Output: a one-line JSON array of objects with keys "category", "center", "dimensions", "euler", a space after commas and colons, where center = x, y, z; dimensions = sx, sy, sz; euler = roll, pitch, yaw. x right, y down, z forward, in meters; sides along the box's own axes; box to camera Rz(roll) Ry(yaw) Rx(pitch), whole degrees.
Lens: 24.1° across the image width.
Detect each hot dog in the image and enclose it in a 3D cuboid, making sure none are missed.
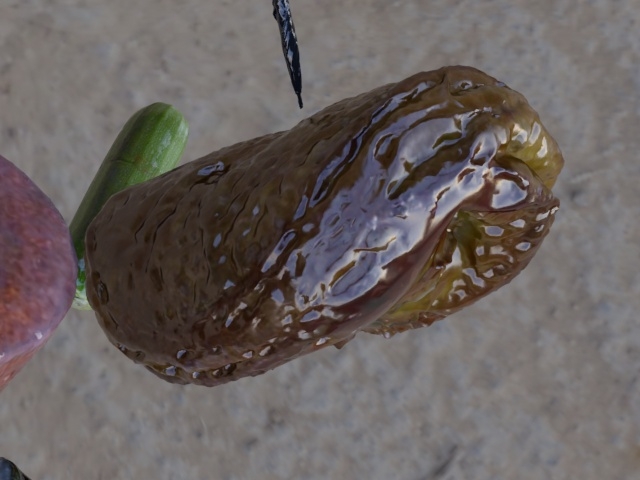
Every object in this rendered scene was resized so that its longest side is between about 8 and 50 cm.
[{"category": "hot dog", "center": [0.000, 0.000, 1.059], "dimensions": [0.267, 0.387, 0.174], "euler": [-16, 90, -41]}]

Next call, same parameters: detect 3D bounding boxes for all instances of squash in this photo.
[{"category": "squash", "center": [-0.170, -0.031, 1.285], "dimensions": [0.066, 0.066, 0.229], "euler": [35, 48, -16]}]

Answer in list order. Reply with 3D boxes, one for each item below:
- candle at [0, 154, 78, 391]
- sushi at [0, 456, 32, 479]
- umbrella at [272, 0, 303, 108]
[{"category": "candle", "center": [-0.294, 0.013, 0.841], "dimensions": [0.317, 0.287, 0.131], "euler": [28, 126, -25]}, {"category": "sushi", "center": [-0.264, 0.202, 0.989], "dimensions": [0.127, 0.225, 0.124], "euler": [61, 44, -38]}, {"category": "umbrella", "center": [-0.023, -0.148, 0.961], "dimensions": [0.022, 0.022, 0.149], "euler": [2, 127, 28]}]
